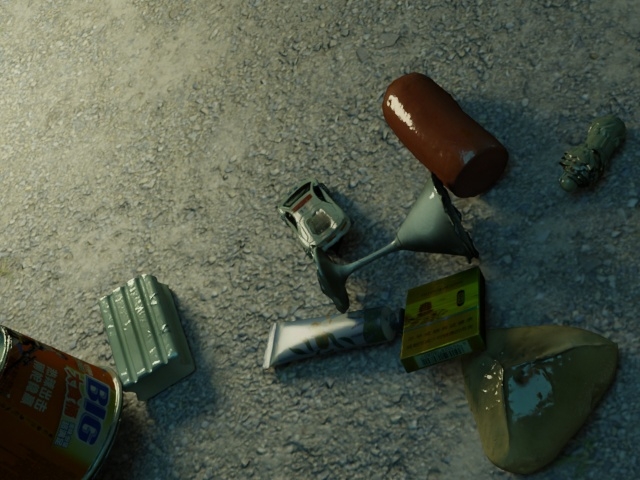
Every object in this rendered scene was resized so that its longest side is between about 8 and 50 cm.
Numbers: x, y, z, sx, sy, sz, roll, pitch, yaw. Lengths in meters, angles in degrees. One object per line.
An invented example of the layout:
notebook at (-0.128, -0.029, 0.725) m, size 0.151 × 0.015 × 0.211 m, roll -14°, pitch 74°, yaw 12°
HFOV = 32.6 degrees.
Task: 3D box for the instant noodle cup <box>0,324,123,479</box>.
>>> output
instant noodle cup at (-0.491, 0.281, 1.768) m, size 0.296 × 0.214 × 0.296 m, roll -31°, pitch 37°, yaw 28°

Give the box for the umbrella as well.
umbrella at (0.412, -0.131, 1.667) m, size 0.067 × 0.062 × 0.143 m, roll 36°, pitch 77°, yaw 19°

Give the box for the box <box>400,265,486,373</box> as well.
box at (0.182, 0.113, 1.610) m, size 0.121 × 0.030 × 0.193 m, roll -20°, pitch 23°, yaw 18°

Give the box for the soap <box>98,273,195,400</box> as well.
soap at (-0.300, 0.161, 1.881) m, size 0.119 × 0.066 × 0.198 m, roll -31°, pitch 52°, yaw 8°

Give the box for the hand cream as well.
hand cream at (0.020, 0.151, 1.729) m, size 0.256 × 0.055 × 0.088 m, roll -14°, pitch 52°, yaw 29°

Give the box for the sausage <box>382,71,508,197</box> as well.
sausage at (0.189, -0.182, 1.790) m, size 0.113 × 0.113 × 0.259 m, roll -41°, pitch 52°, yaw 2°

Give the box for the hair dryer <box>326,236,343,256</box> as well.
hair dryer at (0.000, 0.000, 1.842) m, size 0.083 × 0.026 × 0.047 m, roll 4°, pitch 62°, yaw 39°

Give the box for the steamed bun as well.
steamed bun at (0.285, 0.208, 1.507) m, size 0.231 × 0.110 × 0.212 m, roll -7°, pitch 60°, yaw 29°

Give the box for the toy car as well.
toy car at (-0.015, -0.045, 1.834) m, size 0.095 × 0.056 × 0.205 m, roll -41°, pitch 37°, yaw 3°

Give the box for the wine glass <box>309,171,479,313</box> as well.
wine glass at (0.109, 0.011, 1.694) m, size 0.232 × 0.156 × 0.156 m, roll -27°, pitch 53°, yaw 12°

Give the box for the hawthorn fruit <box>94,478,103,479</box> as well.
hawthorn fruit at (-0.354, 0.420, 1.747) m, size 0.093 × 0.093 × 0.093 m, roll -14°, pitch 57°, yaw 22°
